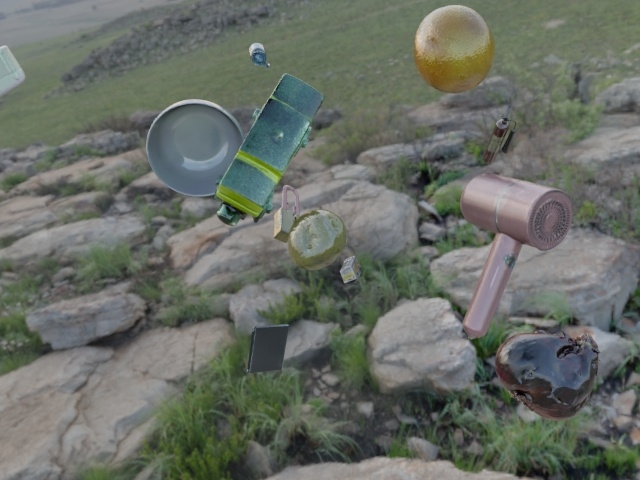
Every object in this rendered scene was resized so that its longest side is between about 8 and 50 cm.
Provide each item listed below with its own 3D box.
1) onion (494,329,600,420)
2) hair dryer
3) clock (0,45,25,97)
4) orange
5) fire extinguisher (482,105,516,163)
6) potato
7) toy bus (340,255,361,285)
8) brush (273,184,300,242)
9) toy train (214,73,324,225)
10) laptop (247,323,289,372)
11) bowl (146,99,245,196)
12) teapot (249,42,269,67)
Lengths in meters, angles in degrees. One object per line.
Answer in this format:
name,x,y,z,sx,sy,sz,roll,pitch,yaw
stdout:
onion,0.614,0.361,1.605,0.280,0.281,0.221,-8,19,10
hair dryer,0.362,0.039,1.228,0.125,0.353,0.210,17,7,-31
clock,-0.514,-0.196,0.785,0.191,0.062,0.151,-14,30,15
orange,0.364,-0.519,1.584,0.236,0.236,0.236,-10,30,6
fire extinguisher,0.397,-0.222,1.276,0.035,0.173,0.049,-30,68,-11
potato,0.000,0.000,1.450,0.157,0.157,0.194,-4,-6,16
toy bus,0.112,0.109,2.133,0.057,0.072,0.172,-22,10,13
brush,-0.094,-0.085,1.814,0.047,0.103,0.233,-42,36,34
toy train,-0.144,-0.244,1.591,0.442,0.179,0.272,-63,9,-15
laptop,-0.177,0.364,1.953,0.129,0.180,0.016,0,23,-25
bowl,-0.366,-0.288,1.733,0.286,0.287,0.144,-15,29,-3
teapot,-0.180,-0.535,1.690,0.049,0.064,0.083,-17,38,2
